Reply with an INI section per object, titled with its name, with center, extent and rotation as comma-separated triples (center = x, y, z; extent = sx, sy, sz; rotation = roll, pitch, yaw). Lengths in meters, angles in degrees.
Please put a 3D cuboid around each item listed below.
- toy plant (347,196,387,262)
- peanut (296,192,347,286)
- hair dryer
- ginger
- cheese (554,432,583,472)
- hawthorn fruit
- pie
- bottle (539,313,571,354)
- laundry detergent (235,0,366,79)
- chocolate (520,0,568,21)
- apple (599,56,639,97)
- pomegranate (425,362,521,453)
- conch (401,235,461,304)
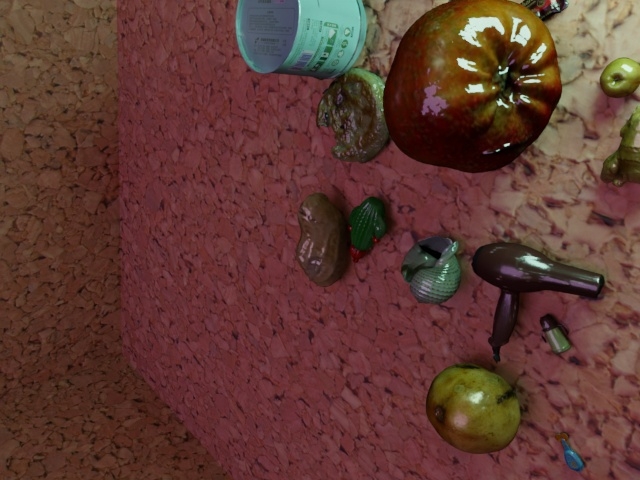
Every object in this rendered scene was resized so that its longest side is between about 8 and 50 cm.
[toy plant]
center = 0.139, -0.041, 1.771
extent = 0.240, 0.088, 0.154
rotation = -49, 55, 55
[peanut]
center = 0.006, 0.000, 1.868
extent = 0.174, 0.158, 0.339
rotation = 7, 109, 4
[hair dryer]
center = 0.526, 0.185, 1.405
extent = 0.313, 0.123, 0.340
rotation = 20, 115, 38
[ginger]
center = 0.676, -0.192, 1.156
extent = 0.115, 0.081, 0.205
rotation = -107, 20, -50
[cheese]
center = 0.667, 0.569, 1.469
extent = 0.047, 0.017, 0.111
rotation = -33, 79, 44
[hawthorn fruit]
center = 0.330, -0.350, 1.275
extent = 0.403, 0.403, 0.402
rotation = 18, 115, 42
[pie]
center = 0.104, -0.384, 1.703
extent = 0.303, 0.067, 0.302
rotation = 18, 115, 44
[bottle]
center = 0.601, 0.238, 1.409
extent = 0.063, 0.047, 0.101
rotation = -25, 77, 8
[laundry detergent]
center = -0.040, -0.618, 1.586
extent = 0.287, 0.305, 0.287
rotation = 11, 106, 45
[chocolate]
center = 0.484, -0.527, 1.283
extent = 0.182, 0.028, 0.086
rotation = -25, 82, 49
[apple]
center = 0.632, -0.343, 1.157
extent = 0.084, 0.071, 0.083
rotation = 20, 118, 43
[pomegranate]
center = 0.422, 0.470, 1.531
extent = 0.261, 0.261, 0.260
rotation = 18, 115, 42
[conch]
center = 0.335, 0.092, 1.576
extent = 0.200, 0.131, 0.172
rotation = -46, 36, 3
